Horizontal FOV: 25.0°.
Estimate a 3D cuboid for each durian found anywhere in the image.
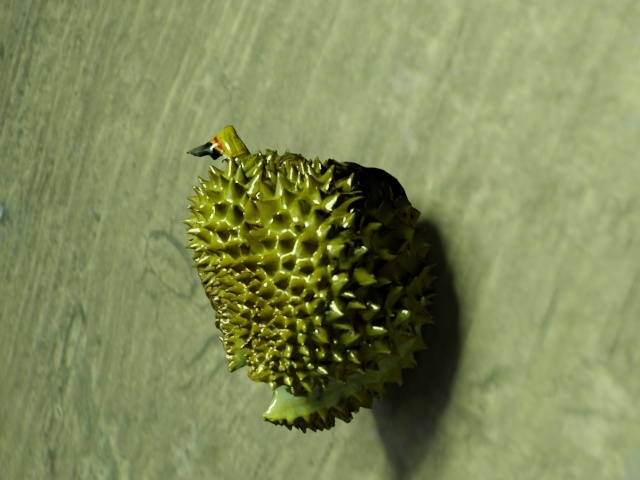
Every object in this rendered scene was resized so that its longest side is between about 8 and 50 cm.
[{"bbox_3d":[0.000,0.000,0.981,0.137,0.193,0.237,-37,66,25],"label":"durian"}]
